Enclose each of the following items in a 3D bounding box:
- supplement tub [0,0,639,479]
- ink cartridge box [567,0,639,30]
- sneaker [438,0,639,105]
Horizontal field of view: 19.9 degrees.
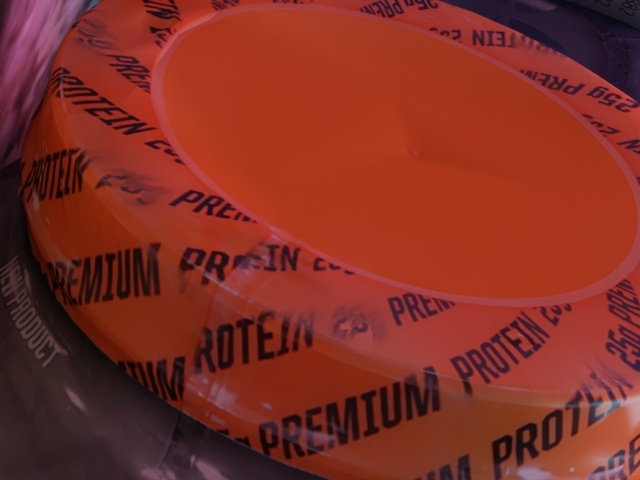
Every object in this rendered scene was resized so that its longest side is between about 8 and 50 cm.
[{"bbox_3d":[-0.026,0.106,0.452,0.193,0.193,0.316,-65,177,-57],"label":"supplement tub"},{"bbox_3d":[0.146,-0.210,0.582,0.130,0.271,0.309,106,6,-68],"label":"ink cartridge box"},{"bbox_3d":[0.044,0.045,0.631,0.323,0.236,0.130,-54,-169,52],"label":"sneaker"}]
